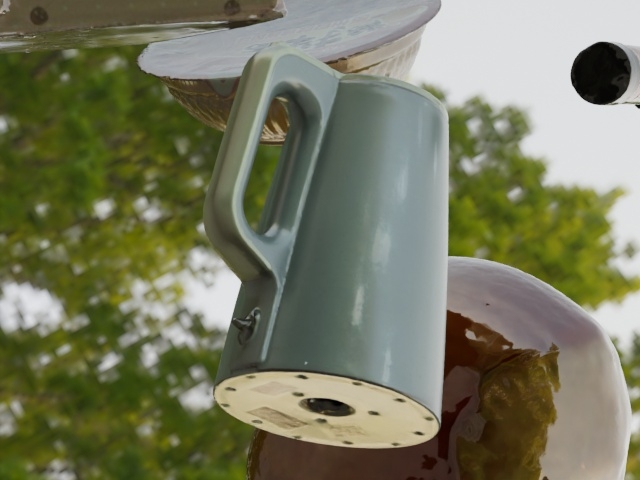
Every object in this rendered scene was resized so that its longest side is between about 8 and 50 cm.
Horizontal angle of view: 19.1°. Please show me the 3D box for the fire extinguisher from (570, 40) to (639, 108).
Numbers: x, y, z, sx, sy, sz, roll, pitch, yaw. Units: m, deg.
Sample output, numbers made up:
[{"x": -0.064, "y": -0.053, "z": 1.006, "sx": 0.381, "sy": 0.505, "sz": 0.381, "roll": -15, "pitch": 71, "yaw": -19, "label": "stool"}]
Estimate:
[{"x": 0.247, "y": -0.126, "z": 1.484, "sx": 0.050, "sy": 0.177, "sz": 0.062, "roll": 49, "pitch": -67, "yaw": 18, "label": "fire extinguisher"}]

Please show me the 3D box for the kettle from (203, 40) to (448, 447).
[{"x": 0.000, "y": 0.000, "z": 1.336, "sx": 0.160, "sy": 0.210, "sz": 0.243, "roll": -17, "pitch": -123, "yaw": 47, "label": "kettle"}]

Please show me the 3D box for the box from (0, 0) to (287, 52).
[{"x": -0.159, "y": -0.215, "z": 1.027, "sx": 0.297, "sy": 0.190, "sz": 0.225, "roll": -170, "pitch": -106, "yaw": -68, "label": "box"}]

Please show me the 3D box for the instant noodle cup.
[{"x": -0.022, "y": -0.146, "z": 1.669, "sx": 0.274, "sy": 0.274, "sz": 0.091, "roll": 8, "pitch": -62, "yaw": 41, "label": "instant noodle cup"}]

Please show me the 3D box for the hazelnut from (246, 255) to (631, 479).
[{"x": 0.116, "y": 0.195, "z": 1.830, "sx": 0.365, "sy": 0.365, "sz": 0.366, "roll": 22, "pitch": -54, "yaw": 35, "label": "hazelnut"}]
